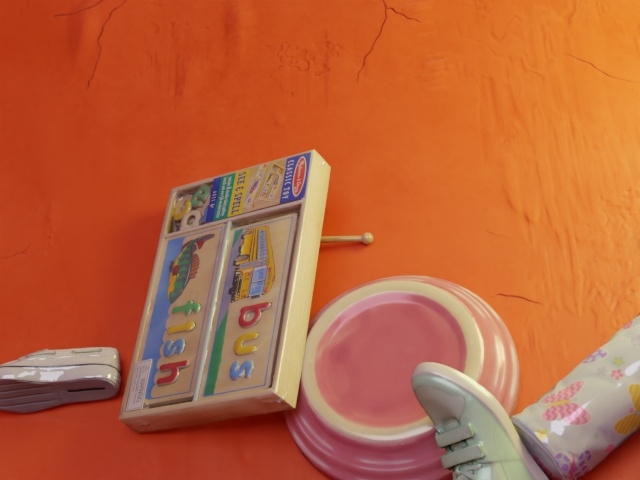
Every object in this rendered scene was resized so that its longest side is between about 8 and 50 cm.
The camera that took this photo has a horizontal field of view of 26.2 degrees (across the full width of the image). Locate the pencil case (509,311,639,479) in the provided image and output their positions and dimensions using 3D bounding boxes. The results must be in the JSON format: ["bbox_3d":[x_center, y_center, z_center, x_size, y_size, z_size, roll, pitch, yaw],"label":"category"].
[{"bbox_3d":[0.368,0.194,1.762,0.273,0.113,0.124,-38,36,-12],"label":"pencil case"}]

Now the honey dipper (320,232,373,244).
[{"bbox_3d":[0.000,0.000,2.056,0.161,0.030,0.030,-1,56,10],"label":"honey dipper"}]

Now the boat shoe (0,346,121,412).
[{"bbox_3d":[-0.400,0.198,2.010,0.226,0.083,0.075,-1,44,2],"label":"boat shoe"}]

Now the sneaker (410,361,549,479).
[{"bbox_3d":[0.173,0.278,1.688,0.151,0.094,0.256,-38,89,-35],"label":"sneaker"}]

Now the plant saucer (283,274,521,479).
[{"bbox_3d":[0.102,0.179,1.867,0.332,0.084,0.332,-8,55,11],"label":"plant saucer"}]

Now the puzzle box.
[{"bbox_3d":[-0.133,0.071,1.977,0.272,0.052,0.408,-13,51,29],"label":"puzzle box"}]
